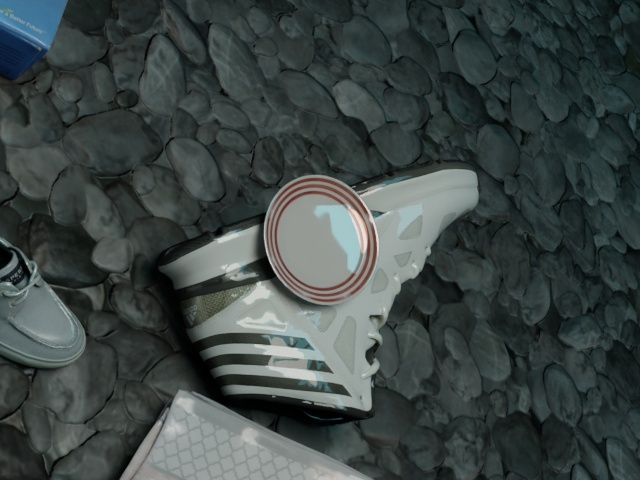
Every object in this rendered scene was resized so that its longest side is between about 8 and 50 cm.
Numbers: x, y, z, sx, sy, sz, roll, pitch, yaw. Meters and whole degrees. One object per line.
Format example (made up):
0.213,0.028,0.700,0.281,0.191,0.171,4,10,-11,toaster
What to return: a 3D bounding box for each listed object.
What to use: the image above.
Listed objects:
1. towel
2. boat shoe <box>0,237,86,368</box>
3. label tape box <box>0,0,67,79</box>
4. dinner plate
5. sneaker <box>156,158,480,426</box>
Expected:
-0.058,0.324,1.018,0.332,0.053,0.317,25,48,0,towel
-0.312,0.040,1.034,0.227,0.081,0.079,40,50,-17,boat shoe
-0.361,-0.373,1.143,0.240,0.106,0.334,26,64,-27,label tape box
0.000,0.000,1.158,0.141,0.017,0.141,8,75,-30,dinner plate
0.039,0.069,1.276,0.447,0.169,0.257,-20,91,-35,sneaker
